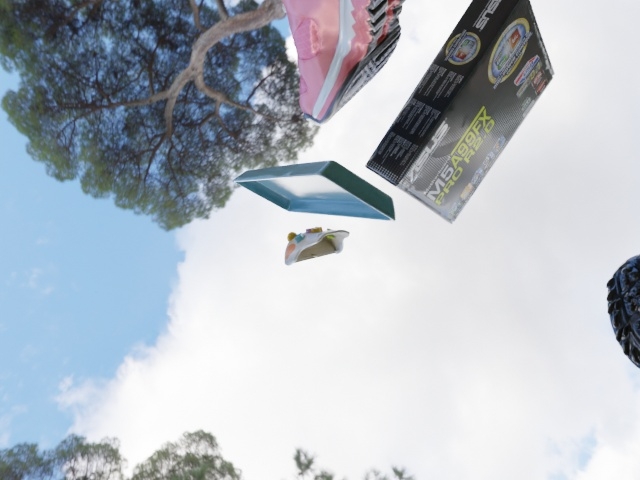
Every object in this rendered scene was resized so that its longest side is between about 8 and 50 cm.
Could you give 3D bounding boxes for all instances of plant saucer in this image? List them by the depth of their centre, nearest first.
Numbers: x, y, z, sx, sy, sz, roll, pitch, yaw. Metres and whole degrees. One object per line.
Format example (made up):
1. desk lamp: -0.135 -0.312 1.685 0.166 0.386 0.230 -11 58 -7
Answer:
1. plant saucer: -0.013 -0.041 0.430 0.067 0.192 0.018 29 -99 -25

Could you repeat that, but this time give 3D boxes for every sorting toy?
1. sorting toy: 0.000 0.000 0.695 0.083 0.075 0.044 -13 -93 -31

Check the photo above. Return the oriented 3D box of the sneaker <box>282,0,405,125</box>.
1. sneaker: 0.012 -0.242 0.530 0.136 0.314 0.116 41 -111 5

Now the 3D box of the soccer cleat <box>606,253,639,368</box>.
1. soccer cleat: 0.428 0.138 0.565 0.117 0.318 0.108 18 -58 -18

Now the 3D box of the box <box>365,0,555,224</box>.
1. box: 0.201 -0.169 0.720 0.270 0.060 0.216 -57 -33 8
